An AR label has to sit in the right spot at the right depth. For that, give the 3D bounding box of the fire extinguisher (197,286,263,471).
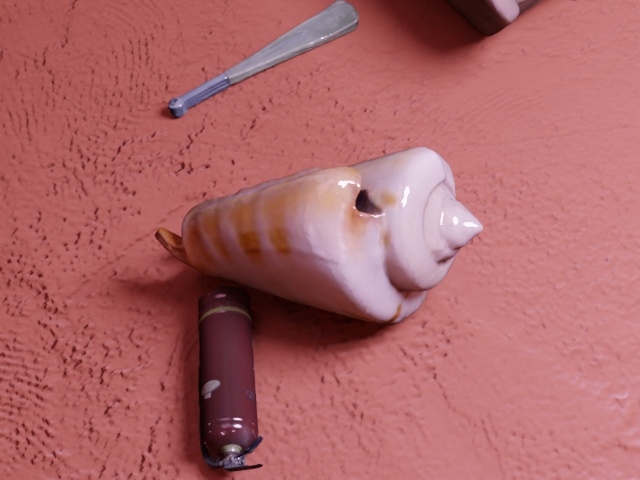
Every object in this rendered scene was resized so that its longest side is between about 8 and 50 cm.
[{"bbox_3d":[-0.071,0.110,1.096,0.064,0.043,0.158,-30,47,30],"label":"fire extinguisher"}]

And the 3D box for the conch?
[{"bbox_3d":[0.004,0.011,1.109,0.255,0.158,0.127,-15,88,32],"label":"conch"}]

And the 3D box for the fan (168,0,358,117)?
[{"bbox_3d":[-0.052,-0.163,1.304,0.193,0.016,0.038,-29,51,-9],"label":"fan"}]

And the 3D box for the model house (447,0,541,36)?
[{"bbox_3d":[0.165,-0.274,1.264,0.188,0.122,0.229,-30,51,-11],"label":"model house"}]
